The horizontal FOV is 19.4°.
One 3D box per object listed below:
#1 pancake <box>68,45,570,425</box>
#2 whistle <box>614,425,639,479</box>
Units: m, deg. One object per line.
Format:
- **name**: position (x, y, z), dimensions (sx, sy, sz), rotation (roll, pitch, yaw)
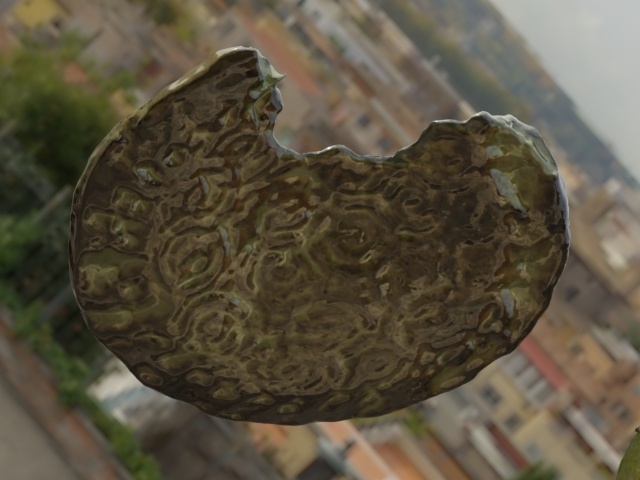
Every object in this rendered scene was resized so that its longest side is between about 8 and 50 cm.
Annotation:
- **pancake**: position (0.000, 0.000, 1.081), dimensions (0.033, 0.288, 0.286), rotation (-107, 175, -54)
- **whistle**: position (0.201, 0.083, 0.783), dimensions (0.123, 0.223, 0.123), rotation (24, -2, 1)
